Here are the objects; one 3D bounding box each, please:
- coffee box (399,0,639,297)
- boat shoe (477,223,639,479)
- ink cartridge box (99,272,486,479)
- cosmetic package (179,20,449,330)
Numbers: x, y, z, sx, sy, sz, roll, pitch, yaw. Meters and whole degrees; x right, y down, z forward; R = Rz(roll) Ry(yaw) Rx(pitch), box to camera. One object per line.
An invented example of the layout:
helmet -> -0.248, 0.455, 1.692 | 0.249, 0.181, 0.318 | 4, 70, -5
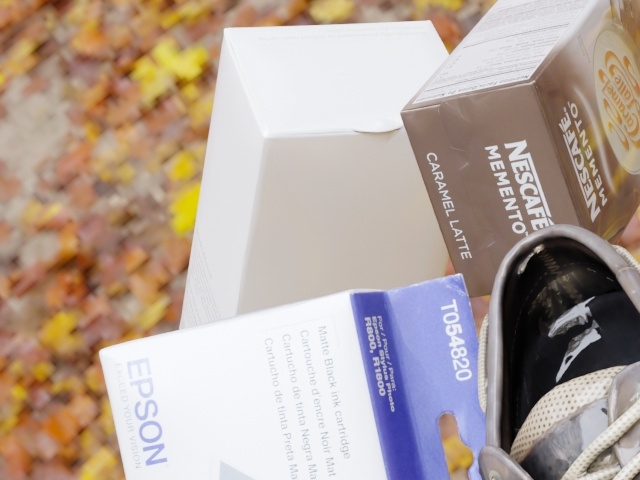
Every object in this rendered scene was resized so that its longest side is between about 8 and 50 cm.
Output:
coffee box -> 0.158, -0.083, 1.325 | 0.098, 0.141, 0.246 | -10, 23, 30
boat shoe -> 0.117, 0.115, 0.797 | 0.132, 0.130, 0.355 | -34, 26, 13
ink cartridge box -> -0.002, 0.147, 1.168 | 0.224, 0.045, 0.223 | -14, 84, 12
cosmetic package -> 0.000, 0.000, 1.722 | 0.197, 0.365, 0.155 | -3, 41, -18
